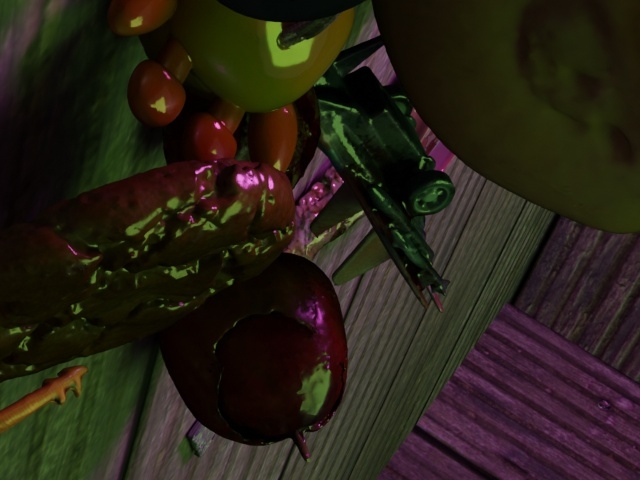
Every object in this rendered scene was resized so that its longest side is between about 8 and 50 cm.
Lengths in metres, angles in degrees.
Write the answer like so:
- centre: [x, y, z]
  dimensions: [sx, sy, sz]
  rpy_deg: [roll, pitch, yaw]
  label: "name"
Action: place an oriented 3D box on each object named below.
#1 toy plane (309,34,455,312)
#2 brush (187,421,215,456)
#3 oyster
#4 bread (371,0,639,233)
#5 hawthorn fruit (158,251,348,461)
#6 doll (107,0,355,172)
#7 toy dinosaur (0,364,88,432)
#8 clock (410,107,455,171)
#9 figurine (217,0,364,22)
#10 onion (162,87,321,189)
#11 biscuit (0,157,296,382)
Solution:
- centre: [0.021, -0.079, 1.061]
  dimensions: [0.104, 0.223, 0.326]
  rpy_deg: [-22, 144, -1]
  label: "toy plane"
- centre: [-0.069, 0.123, 1.538]
  dimensions: [0.205, 0.011, 0.083]
  rpy_deg: [-55, 167, -16]
  label: "brush"
- centre: [-0.004, -0.001, 1.360]
  dimensions: [0.199, 0.061, 0.106]
  rpy_deg: [-60, 167, 10]
  label: "oyster"
- centre: [0.184, -0.218, 1.010]
  dimensions: [0.376, 0.253, 0.348]
  rpy_deg: [-60, 141, -40]
  label: "bread"
- centre: [-0.045, 0.089, 1.160]
  dimensions: [0.148, 0.172, 0.148]
  rpy_deg: [-17, 166, -4]
  label: "hawthorn fruit"
- centre: [-0.018, -0.135, 0.791]
  dimensions: [0.221, 0.135, 0.143]
  rpy_deg: [-56, 133, -16]
  label: "doll"
- centre: [-0.237, 0.156, 0.790]
  dimensions: [0.288, 0.070, 0.117]
  rpy_deg: [-40, 171, -41]
  label: "toy dinosaur"
- centre: [0.113, -0.130, 1.520]
  dimensions: [0.244, 0.056, 0.244]
  rpy_deg: [-52, 168, -15]
  label: "clock"
- centre: [0.001, -0.204, 0.656]
  dimensions: [0.222, 0.145, 0.145]
  rpy_deg: [-66, 166, 18]
  label: "figurine"
- centre: [-0.049, -0.068, 0.936]
  dimensions: [0.107, 0.097, 0.107]
  rpy_deg: [-22, 120, -44]
  label: "onion"
- centre: [-0.110, 0.020, 0.774]
  dimensions: [0.226, 0.042, 0.226]
  rpy_deg: [-22, 168, -5]
  label: "biscuit"
